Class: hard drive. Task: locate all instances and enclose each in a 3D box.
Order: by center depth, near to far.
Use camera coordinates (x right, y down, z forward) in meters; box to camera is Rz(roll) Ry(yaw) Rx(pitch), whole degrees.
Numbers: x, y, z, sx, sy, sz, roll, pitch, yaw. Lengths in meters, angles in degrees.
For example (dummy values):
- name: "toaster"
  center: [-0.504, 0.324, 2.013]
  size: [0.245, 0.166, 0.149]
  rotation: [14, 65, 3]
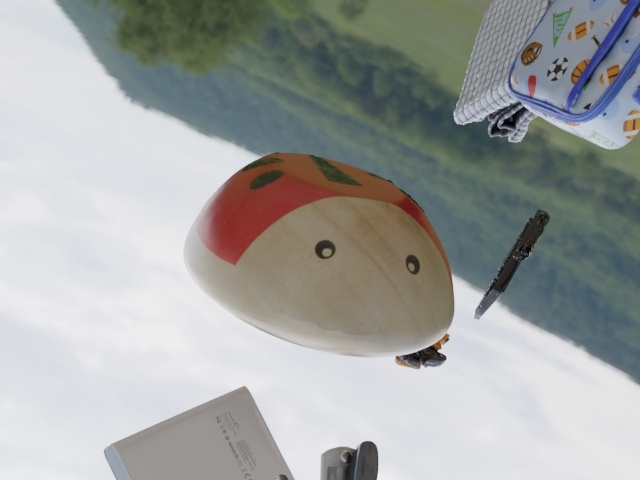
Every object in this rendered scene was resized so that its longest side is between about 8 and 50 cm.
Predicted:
- name: "hard drive"
  center: [-0.194, 0.383, 2.099]
  size: [0.307, 0.040, 0.203]
  rotation: [-19, -102, -46]

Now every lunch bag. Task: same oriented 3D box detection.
- name: "lunch bag"
  center: [0.404, -0.281, 1.687]
  size: [0.115, 0.303, 0.243]
  rotation: [31, -176, -29]

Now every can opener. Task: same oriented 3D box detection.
- name: "can opener"
  center: [0.035, 0.427, 1.793]
  size: [0.074, 0.280, 0.093]
  rotation: [7, 163, -14]

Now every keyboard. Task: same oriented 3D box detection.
- name: "keyboard"
  center: [0.422, 0.028, 2.702]
  size: [0.033, 0.201, 0.317]
  rotation: [36, -137, 1]

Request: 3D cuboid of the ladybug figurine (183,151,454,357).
- name: "ladybug figurine"
  center: [0.000, 0.000, 1.449]
  size: [0.305, 0.162, 0.449]
  rotation: [7, -168, -19]

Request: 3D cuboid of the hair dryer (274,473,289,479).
- name: "hair dryer"
  center: [-0.023, 0.398, 1.511]
  size: [0.080, 0.223, 0.293]
  rotation: [-12, 173, -23]

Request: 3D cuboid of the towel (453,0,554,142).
- name: "towel"
  center: [0.351, -0.314, 2.020]
  size: [0.121, 0.283, 0.235]
  rotation: [26, 155, -18]

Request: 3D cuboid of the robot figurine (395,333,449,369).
- name: "robot figurine"
  center: [0.095, 0.133, 2.222]
  size: [0.291, 0.085, 0.211]
  rotation: [24, -146, -19]
